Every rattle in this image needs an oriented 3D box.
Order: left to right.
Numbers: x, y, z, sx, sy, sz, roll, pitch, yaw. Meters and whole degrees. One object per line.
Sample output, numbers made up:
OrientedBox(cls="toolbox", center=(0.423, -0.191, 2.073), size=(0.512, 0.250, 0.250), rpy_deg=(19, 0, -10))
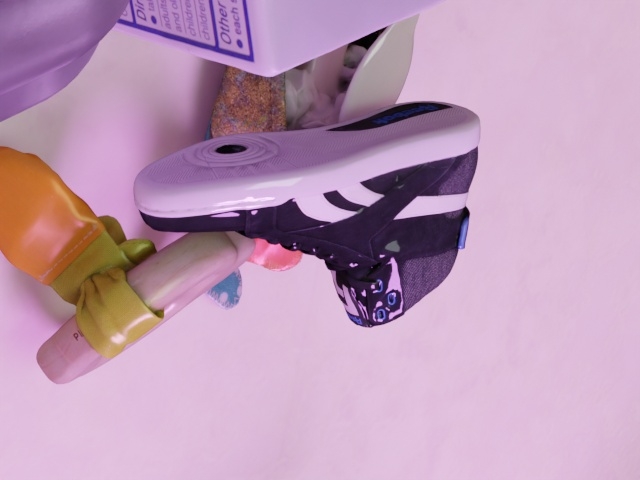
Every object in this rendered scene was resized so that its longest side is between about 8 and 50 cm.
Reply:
OrientedBox(cls="rattle", center=(-0.110, -0.006, 1.059), size=(0.199, 0.143, 0.130), rpy_deg=(-36, 161, -49))

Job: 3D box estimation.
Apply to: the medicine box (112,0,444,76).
OrientedBox(cls="medicine box", center=(-0.076, -0.244, 0.820), size=(0.149, 0.289, 0.263), rpy_deg=(-26, 121, -33))

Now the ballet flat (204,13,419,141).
OrientedBox(cls="ballet flat", center=(0.019, -0.178, 1.064), size=(0.123, 0.123, 0.348), rpy_deg=(6, 100, -45))

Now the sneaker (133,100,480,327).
OrientedBox(cls="sneaker", center=(0.000, 0.000, 1.000), size=(0.217, 0.079, 0.121), rpy_deg=(-13, 115, -28))

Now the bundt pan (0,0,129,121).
OrientedBox(cls="bundt pan", center=(-0.168, -0.196, 0.707), size=(0.124, 0.331, 0.331), rpy_deg=(-19, 118, -27))
